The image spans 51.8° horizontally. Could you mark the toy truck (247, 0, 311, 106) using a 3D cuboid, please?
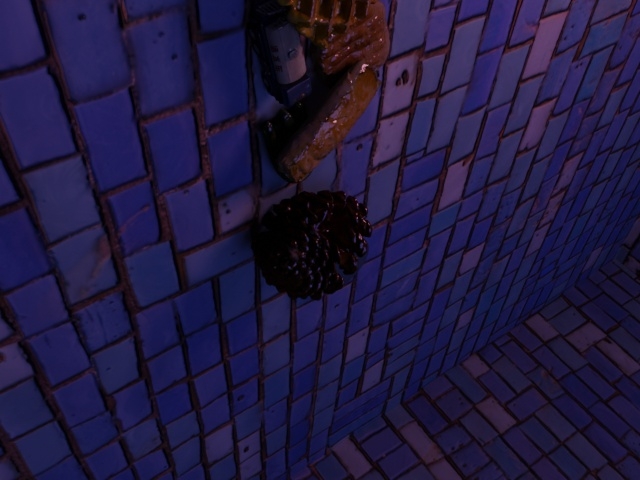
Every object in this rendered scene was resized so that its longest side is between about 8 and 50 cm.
[{"bbox_3d":[-0.065,-0.328,1.147,0.074,0.088,0.202,-35,147,-16],"label":"toy truck"}]

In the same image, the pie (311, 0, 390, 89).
[{"bbox_3d":[0.060,-0.374,1.273,0.195,0.046,0.195,-30,146,-23],"label":"pie"}]

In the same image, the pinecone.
[{"bbox_3d":[-0.003,0.000,1.480,0.292,0.246,0.246,-29,148,-46],"label":"pinecone"}]

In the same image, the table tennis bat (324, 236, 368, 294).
[{"bbox_3d":[0.008,0.070,1.750,0.329,0.044,0.215,-5,134,-48],"label":"table tennis bat"}]

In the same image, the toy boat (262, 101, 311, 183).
[{"bbox_3d":[-0.059,-0.195,1.346,0.104,0.052,0.210,-37,147,-15],"label":"toy boat"}]

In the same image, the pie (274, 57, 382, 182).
[{"bbox_3d":[0.024,-0.234,1.295,0.282,0.068,0.128,-52,156,0],"label":"pie"}]

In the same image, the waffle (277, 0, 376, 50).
[{"bbox_3d":[0.020,-0.468,1.037,0.281,0.058,0.301,21,93,-53],"label":"waffle"}]
